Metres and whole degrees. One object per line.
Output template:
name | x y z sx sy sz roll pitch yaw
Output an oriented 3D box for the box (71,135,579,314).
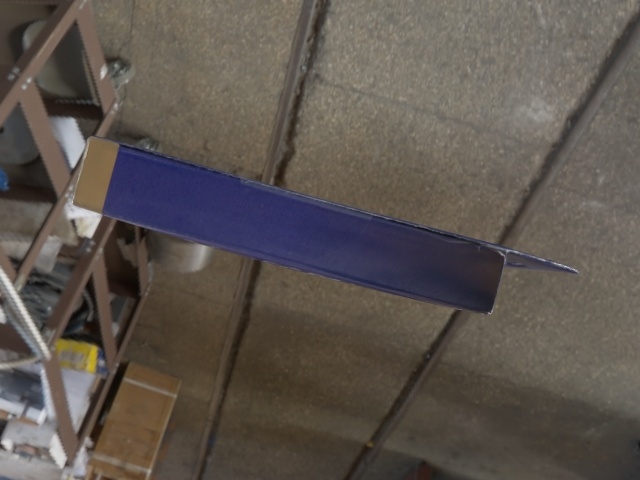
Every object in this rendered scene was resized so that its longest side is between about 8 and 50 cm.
box | 0.000 0.000 0.417 0.225 0.036 0.136 14 178 -6
